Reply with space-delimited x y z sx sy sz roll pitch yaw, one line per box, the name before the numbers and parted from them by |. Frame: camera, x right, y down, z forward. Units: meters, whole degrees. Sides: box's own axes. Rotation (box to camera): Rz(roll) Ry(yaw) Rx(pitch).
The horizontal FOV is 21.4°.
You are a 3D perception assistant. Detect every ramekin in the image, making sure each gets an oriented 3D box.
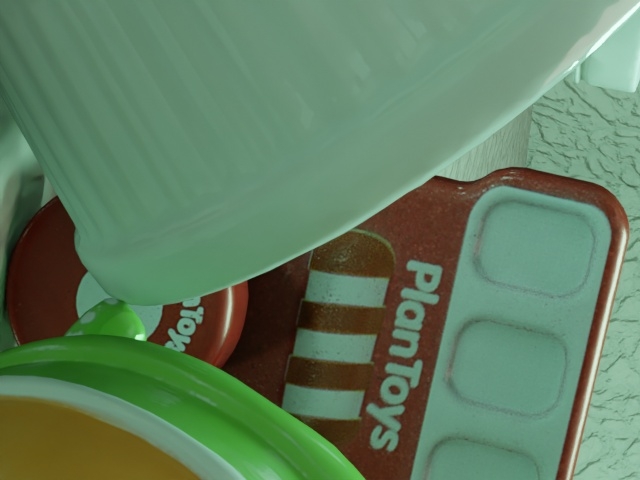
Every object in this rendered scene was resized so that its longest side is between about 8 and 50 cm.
ramekin | -0.004 -0.109 0.593 0.127 0.273 0.273 52 32 -16

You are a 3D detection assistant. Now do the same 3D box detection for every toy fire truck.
toy fire truck | -0.009 0.101 0.769 0.169 0.254 0.302 -8 110 -79

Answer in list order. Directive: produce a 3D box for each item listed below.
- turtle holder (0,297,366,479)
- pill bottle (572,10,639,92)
turtle holder | -0.114 0.184 0.494 0.320 0.243 0.227 -40 173 28
pill bottle | 0.111 -0.172 1.152 0.131 0.229 0.131 13 90 -79
